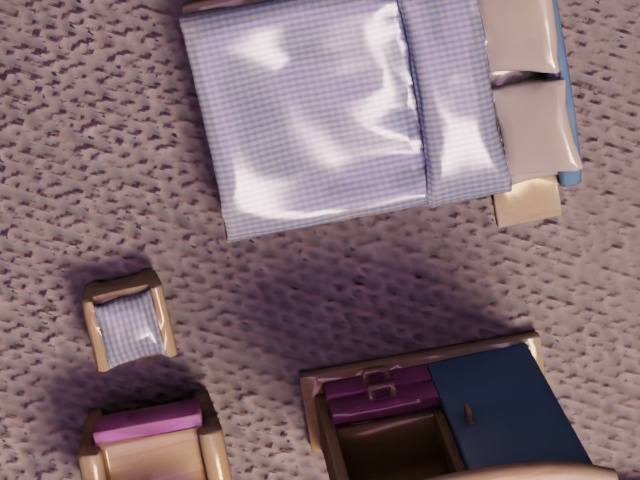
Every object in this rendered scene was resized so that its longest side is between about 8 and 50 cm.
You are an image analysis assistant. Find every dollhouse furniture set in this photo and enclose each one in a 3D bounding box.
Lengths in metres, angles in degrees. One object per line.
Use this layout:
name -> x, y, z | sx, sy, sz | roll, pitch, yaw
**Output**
dollhouse furniture set -> 0.000, 0.000, 0.977 | 0.286, 0.198, 0.303 | -10, 107, -3
